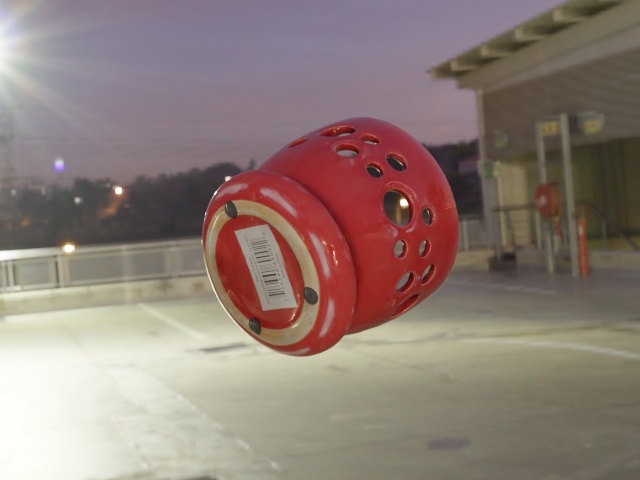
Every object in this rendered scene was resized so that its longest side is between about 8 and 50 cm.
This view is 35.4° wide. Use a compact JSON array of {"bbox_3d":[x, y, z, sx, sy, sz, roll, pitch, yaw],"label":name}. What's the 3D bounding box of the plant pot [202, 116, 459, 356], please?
[{"bbox_3d":[0.000,0.000,0.902,0.191,0.191,0.174,-3,17,45],"label":"plant pot"}]
